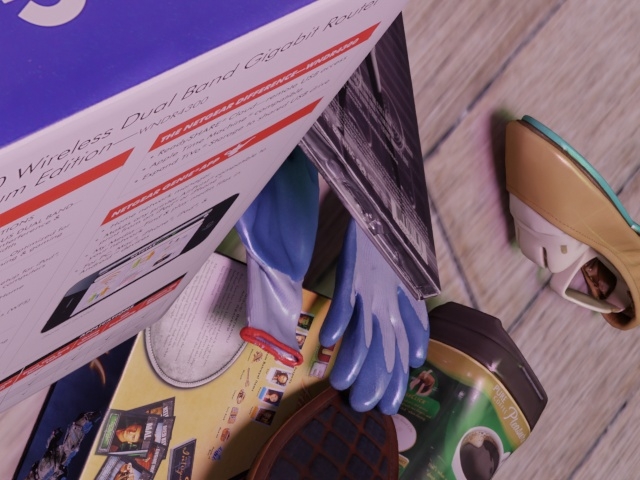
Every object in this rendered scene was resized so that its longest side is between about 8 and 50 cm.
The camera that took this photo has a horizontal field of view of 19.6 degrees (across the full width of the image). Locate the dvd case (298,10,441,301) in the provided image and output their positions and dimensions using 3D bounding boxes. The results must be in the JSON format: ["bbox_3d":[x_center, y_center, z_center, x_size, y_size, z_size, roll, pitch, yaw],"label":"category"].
[{"bbox_3d":[0.008,-0.103,0.872,0.164,0.018,0.221,51,26,-48],"label":"dvd case"}]

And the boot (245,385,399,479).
[{"bbox_3d":[-0.033,0.165,0.957,0.082,0.106,0.219,42,41,-10],"label":"boot"}]

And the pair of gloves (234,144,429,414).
[{"bbox_3d":[0.000,0.000,0.968,0.198,0.023,0.159,29,55,-50],"label":"pair of gloves"}]

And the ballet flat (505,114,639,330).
[{"bbox_3d":[0.167,0.000,1.173,0.073,0.080,0.232,-52,139,2],"label":"ballet flat"}]

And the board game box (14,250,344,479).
[{"bbox_3d":[-0.082,0.124,0.959,0.165,0.042,0.243,25,87,-51],"label":"board game box"}]

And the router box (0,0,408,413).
[{"bbox_3d":[-0.147,0.001,0.653,0.335,0.082,0.301,-30,168,-37],"label":"router box"}]

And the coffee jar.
[{"bbox_3d":[0.057,0.130,1.095,0.184,0.079,0.096,-52,136,-18],"label":"coffee jar"}]
